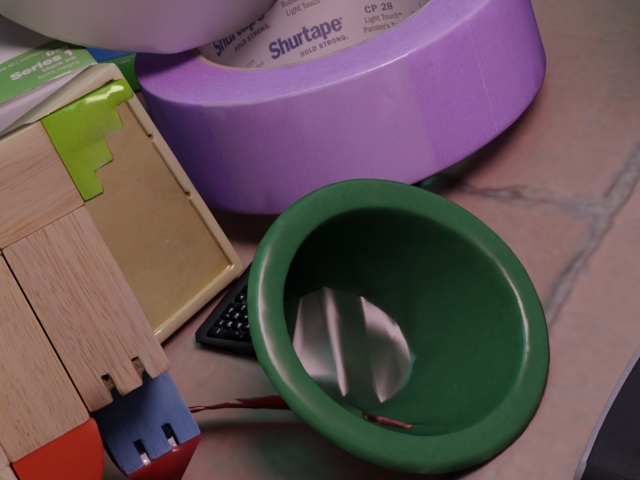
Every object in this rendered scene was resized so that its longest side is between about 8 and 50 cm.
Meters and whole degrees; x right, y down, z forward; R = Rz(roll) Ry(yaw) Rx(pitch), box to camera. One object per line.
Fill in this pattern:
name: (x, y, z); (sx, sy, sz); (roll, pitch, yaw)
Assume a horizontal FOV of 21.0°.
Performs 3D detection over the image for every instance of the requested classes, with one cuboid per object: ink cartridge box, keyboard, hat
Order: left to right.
ink cartridge box: (-0.202, -0.090, 1.230); (0.093, 0.160, 0.219); (-27, 38, -9)
keyboard: (0.000, 0.000, 1.122); (0.100, 0.038, 0.192); (9, 47, 34)
hat: (0.006, 0.073, 1.035); (0.208, 0.183, 0.173); (27, 60, -8)

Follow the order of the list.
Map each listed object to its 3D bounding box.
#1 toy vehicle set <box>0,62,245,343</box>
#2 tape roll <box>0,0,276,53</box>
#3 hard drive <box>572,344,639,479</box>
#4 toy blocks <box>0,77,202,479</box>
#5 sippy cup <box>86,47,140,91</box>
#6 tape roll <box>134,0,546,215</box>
toy vehicle set: (-0.187, 0.032, 1.062); (0.267, 0.166, 0.035); (-41, 24, -25)
tape roll: (-0.137, -0.264, 1.170); (0.286, 0.100, 0.286); (10, 53, -13)
hard drive: (0.251, 0.067, 0.900); (0.172, 0.054, 0.254); (15, 50, 39)
toy blocks: (-0.214, 0.119, 0.896); (0.381, 0.261, 0.191); (-30, 10, -11)
sippy cup: (-0.184, -0.269, 1.393); (0.240, 0.224, 0.305); (16, 51, 40)
tape roll: (0.013, -0.128, 1.201); (0.275, 0.090, 0.275); (-15, 29, 8)
